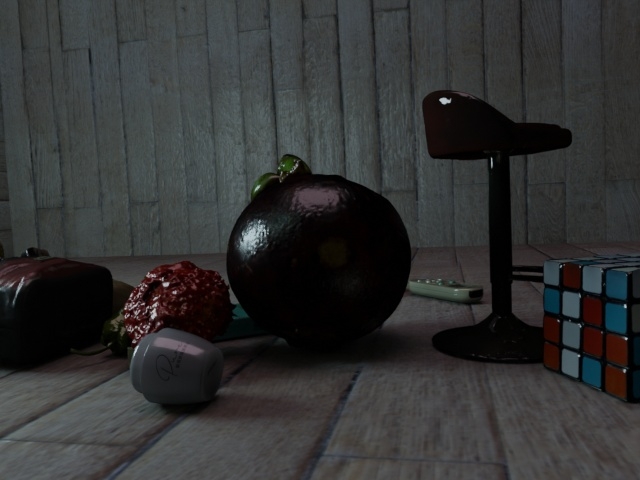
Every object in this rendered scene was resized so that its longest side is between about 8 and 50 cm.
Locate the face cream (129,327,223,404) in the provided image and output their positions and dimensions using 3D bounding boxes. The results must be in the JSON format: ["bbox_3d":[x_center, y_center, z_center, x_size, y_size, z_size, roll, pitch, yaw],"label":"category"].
[{"bbox_3d":[-0.174,0.156,0.691,0.094,0.091,0.091,7,6,14],"label":"face cream"}]

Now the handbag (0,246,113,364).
[{"bbox_3d":[-0.502,0.109,0.979,0.181,0.182,0.254,6,8,15],"label":"handbag"}]

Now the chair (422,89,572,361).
[{"bbox_3d":[0.278,-0.034,0.885,0.226,0.402,0.226,-4,3,0],"label":"chair"}]

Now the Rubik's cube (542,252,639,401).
[{"bbox_3d":[0.390,0.098,0.709,0.154,0.151,0.155,-2,3,-16],"label":"Rubik's cube"}]

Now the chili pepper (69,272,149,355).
[{"bbox_3d":[-0.323,0.143,0.961,0.073,0.072,0.204,25,47,7],"label":"chili pepper"}]

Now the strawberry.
[{"bbox_3d":[-0.233,0.096,0.866,0.174,0.098,0.228,17,14,14],"label":"strawberry"}]

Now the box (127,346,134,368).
[{"bbox_3d":[-0.239,0.173,0.873,0.079,0.035,0.083,-1,4,20],"label":"box"}]

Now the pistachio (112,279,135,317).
[{"bbox_3d":[-0.477,0.133,1.216,0.185,0.126,0.108,0,46,-13],"label":"pistachio"}]

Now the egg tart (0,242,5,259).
[{"bbox_3d":[-0.675,0.108,1.004,0.123,0.294,0.294,34,12,10],"label":"egg tart"}]

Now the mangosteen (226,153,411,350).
[{"bbox_3d":[0.000,0.000,0.943,0.305,0.360,0.306,4,-23,2],"label":"mangosteen"}]

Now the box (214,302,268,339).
[{"bbox_3d":[-0.206,0.156,1.073,0.229,0.042,0.162,-4,4,-27],"label":"box"}]

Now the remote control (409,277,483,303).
[{"bbox_3d":[0.291,0.116,1.329,0.078,0.042,0.221,-4,5,-28],"label":"remote control"}]
